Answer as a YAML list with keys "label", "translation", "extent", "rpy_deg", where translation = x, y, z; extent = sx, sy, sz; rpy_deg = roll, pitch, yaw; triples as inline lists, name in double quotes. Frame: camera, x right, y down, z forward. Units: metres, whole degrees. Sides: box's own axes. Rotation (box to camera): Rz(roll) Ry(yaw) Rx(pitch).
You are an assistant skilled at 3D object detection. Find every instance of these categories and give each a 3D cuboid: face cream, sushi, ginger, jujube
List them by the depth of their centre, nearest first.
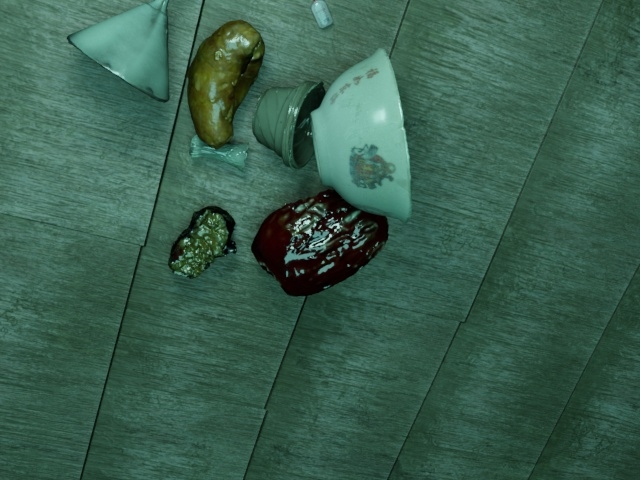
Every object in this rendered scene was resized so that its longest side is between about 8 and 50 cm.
- label: "ginger"
  translation: [-0.245, -0.397, 1.794]
  extent: [0.165, 0.172, 0.321]
  rpy_deg: [-8, 128, -47]
- label: "face cream"
  translation: [-0.001, -0.581, 1.817]
  extent: [0.040, 0.021, 0.083]
  rpy_deg: [-25, 115, 2]
- label: "jujube"
  translation: [0.000, 0.000, 1.949]
  extent: [0.376, 0.258, 0.258]
  rpy_deg: [-24, 114, 6]
- label: "sushi"
  translation: [-0.318, 0.014, 1.973]
  extent: [0.147, 0.115, 0.212]
  rpy_deg: [40, 101, -21]

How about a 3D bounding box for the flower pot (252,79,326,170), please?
- label: "flower pot"
  translation: [-0.087, -0.304, 1.833]
  extent: [0.140, 0.235, 0.235]
  rpy_deg: [18, 111, 13]

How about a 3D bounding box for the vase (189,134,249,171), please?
- label: "vase"
  translation: [-0.268, -0.234, 1.897]
  extent: [0.148, 0.081, 0.081]
  rpy_deg: [11, 111, -8]

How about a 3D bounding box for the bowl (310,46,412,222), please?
- label: "bowl"
  translation: [0.083, -0.238, 1.754]
  extent: [0.196, 0.435, 0.435]
  rpy_deg: [-10, 114, -2]

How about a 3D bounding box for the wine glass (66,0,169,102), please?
- label: "wine glass"
  translation: [-0.359, -0.557, 1.661]
  extent: [0.267, 0.267, 0.406]
  rpy_deg: [33, 99, -20]
